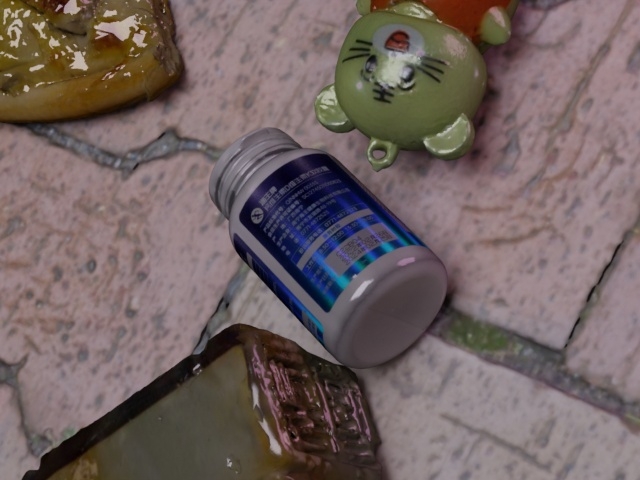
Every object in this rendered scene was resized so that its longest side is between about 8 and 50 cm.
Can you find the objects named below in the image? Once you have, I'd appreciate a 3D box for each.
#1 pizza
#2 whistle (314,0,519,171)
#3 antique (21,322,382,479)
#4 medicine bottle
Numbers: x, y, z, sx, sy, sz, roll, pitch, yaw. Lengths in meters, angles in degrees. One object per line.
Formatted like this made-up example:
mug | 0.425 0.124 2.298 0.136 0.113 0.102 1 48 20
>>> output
pizza | -0.254 -0.214 1.551 0.323 0.089 0.223 4 77 29
whistle | 0.091 -0.185 1.336 0.131 0.106 0.288 16 80 25
antique | -0.106 0.184 1.297 0.284 0.150 0.125 -31 61 25
medicine bottle | 0.000 0.000 1.316 0.107 0.107 0.191 -48 57 5
